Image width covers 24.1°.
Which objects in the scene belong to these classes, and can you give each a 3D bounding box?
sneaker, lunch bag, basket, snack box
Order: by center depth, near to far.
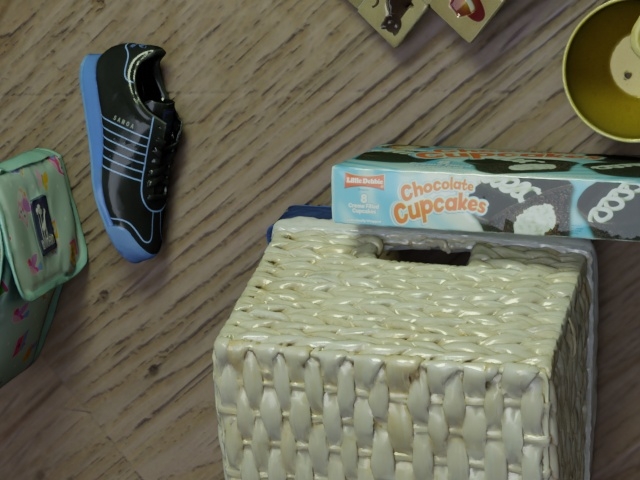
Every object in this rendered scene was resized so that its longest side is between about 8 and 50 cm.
[{"bbox_3d":[0.189,-0.048,1.422,0.321,0.187,0.060,4,101,16],"label":"snack box"},{"bbox_3d":[0.085,0.181,1.424,0.328,0.266,0.331,4,117,16],"label":"basket"},{"bbox_3d":[0.000,0.000,1.553,0.098,0.065,0.067,5,117,19],"label":"lunch bag"},{"bbox_3d":[-0.189,-0.093,1.587,0.090,0.081,0.232,-9,96,26],"label":"sneaker"},{"bbox_3d":[-0.356,0.031,1.587,0.160,0.223,0.262,26,105,5],"label":"lunch bag"}]

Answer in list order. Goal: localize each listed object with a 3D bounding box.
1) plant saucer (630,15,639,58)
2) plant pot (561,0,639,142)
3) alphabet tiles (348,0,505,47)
[{"bbox_3d":[0.483,-0.240,1.279,0.332,0.081,0.333,27,102,3],"label":"plant saucer"},{"bbox_3d":[0.302,-0.164,1.415,0.134,0.095,0.134,3,100,17],"label":"plant pot"},{"bbox_3d":[0.115,-0.370,1.443,0.285,0.011,0.342,46,117,14],"label":"alphabet tiles"}]
